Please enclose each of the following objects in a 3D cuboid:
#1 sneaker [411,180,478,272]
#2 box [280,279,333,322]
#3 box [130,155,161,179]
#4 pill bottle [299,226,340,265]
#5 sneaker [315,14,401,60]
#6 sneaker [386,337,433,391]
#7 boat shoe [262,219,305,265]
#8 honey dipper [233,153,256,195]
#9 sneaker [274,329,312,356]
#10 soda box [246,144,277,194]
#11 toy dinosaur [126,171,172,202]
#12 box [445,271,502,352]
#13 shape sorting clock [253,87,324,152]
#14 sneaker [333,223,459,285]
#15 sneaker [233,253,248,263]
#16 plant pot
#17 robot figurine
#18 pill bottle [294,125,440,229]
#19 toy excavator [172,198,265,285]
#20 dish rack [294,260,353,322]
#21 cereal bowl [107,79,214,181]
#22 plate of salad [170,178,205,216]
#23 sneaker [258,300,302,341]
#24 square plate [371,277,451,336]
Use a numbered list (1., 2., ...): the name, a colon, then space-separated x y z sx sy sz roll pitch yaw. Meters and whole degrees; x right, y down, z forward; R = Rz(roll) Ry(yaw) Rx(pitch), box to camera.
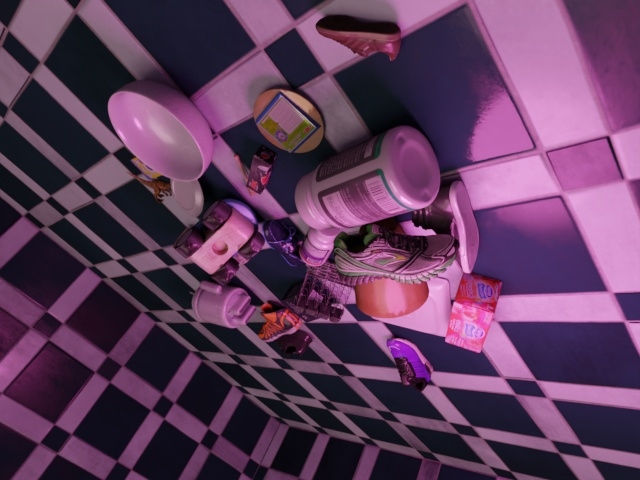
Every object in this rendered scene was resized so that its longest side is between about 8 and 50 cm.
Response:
1. sneaker: 0.339 -0.035 1.264 0.146 0.105 0.296 4 133 37
2. box: -0.059 0.260 1.964 0.156 0.093 0.158 41 144 -15
3. box: -0.624 -0.290 1.722 0.179 0.043 0.105 -8 131 42
4. pill bottle: 0.000 0.000 1.560 0.108 0.108 0.193 30 147 0
5. sneaker: 0.077 -0.424 0.976 0.188 0.066 0.071 18 146 19
6. sneaker: 0.372 0.537 1.947 0.293 0.146 0.102 46 144 -23
7. boat shoe: -0.115 0.002 1.683 0.088 0.109 0.258 -3 151 31
8. honey dipper: -0.254 -0.221 1.540 0.030 0.030 0.161 7 136 31
9. sneaker: -0.182 0.523 2.377 0.286 0.130 0.109 0 138 40
10. soda box: -0.189 -0.221 1.463 0.060 0.053 0.169 30 147 0
11. toy dinosaur: -0.660 -0.217 1.846 0.211 0.064 0.112 12 126 11
12. box: 0.486 0.233 1.473 0.122 0.128 0.257 17 144 20
13. shape sorting clock: -0.087 -0.325 1.257 0.206 0.040 0.206 18 142 14
14. sneaker: 0.189 0.029 1.212 0.343 0.134 0.146 -8 123 21
15. sneaker: -0.315 0.036 1.873 0.252 0.103 0.111 -3 139 49
16. plant pot: 0.201 0.067 1.414 0.237 0.237 0.255 6 126 32
17. robot figurine: -0.493 0.316 2.278 0.353 0.200 0.300 6 130 32
18. pill bottle: 0.107 -0.144 1.198 0.361 0.204 0.204 -14 127 48
19. toy excavator: -0.423 -0.016 1.790 0.433 0.445 0.222 -42 114 14
20. dish rack: 0.020 0.190 1.780 0.208 0.074 0.272 17 121 -2
21. cereal bowl: -0.470 -0.352 1.428 0.338 0.141 0.339 21 145 15
22. plate of salad: -0.495 -0.185 1.727 0.199 0.048 0.200 19 121 35
23. sneaker: -0.242 0.388 2.274 0.180 0.125 0.321 46 133 -15
24. square plate: 0.303 0.229 1.684 0.347 0.049 0.344 10 142 28
